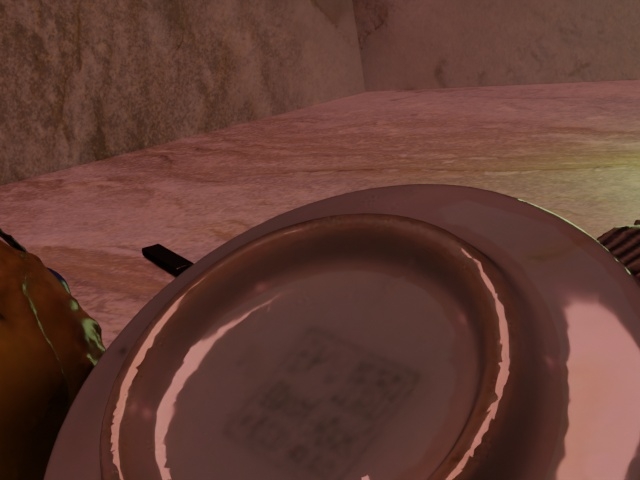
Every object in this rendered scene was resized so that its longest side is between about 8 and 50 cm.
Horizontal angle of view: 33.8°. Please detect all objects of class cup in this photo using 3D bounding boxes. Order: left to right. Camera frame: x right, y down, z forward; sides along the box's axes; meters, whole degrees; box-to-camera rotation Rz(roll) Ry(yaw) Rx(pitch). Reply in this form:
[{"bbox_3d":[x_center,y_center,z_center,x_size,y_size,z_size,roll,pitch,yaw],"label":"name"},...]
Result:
[{"bbox_3d":[0.020,0.101,0.445,0.347,0.163,0.347,-16,41,15],"label":"cup"}]

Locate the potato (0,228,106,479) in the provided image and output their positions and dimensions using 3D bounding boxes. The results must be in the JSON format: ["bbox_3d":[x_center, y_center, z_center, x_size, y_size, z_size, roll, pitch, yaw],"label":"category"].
[{"bbox_3d":[-0.209,0.180,0.443,0.397,0.290,0.296,-25,30,-35],"label":"potato"}]

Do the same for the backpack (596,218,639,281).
[{"bbox_3d":[0.258,0.074,0.651,0.283,0.197,0.317,-4,14,28],"label":"backpack"}]

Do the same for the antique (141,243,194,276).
[{"bbox_3d":[-0.228,0.029,1.566,0.031,0.015,0.192,-16,14,-21],"label":"antique"}]

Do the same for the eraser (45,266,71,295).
[{"bbox_3d":[-0.391,0.126,0.974,0.332,0.155,0.101,-17,14,-31],"label":"eraser"}]
